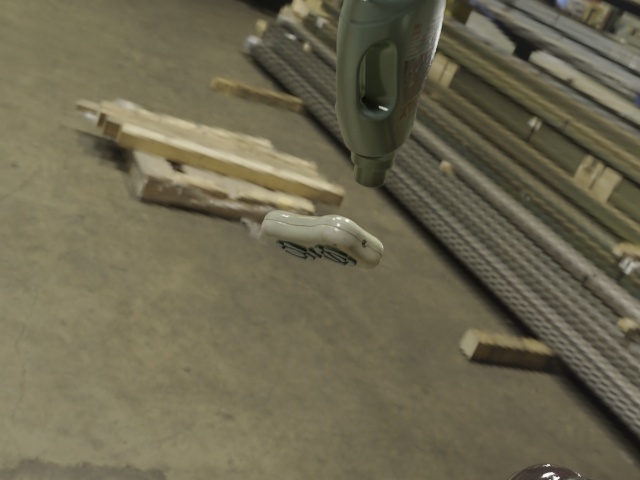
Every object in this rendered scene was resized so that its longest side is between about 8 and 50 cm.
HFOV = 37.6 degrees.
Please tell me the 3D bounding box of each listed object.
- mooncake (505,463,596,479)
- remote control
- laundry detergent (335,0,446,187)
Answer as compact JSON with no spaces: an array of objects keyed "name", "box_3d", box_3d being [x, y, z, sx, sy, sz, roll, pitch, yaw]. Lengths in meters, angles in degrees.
[{"name":"mooncake","box_3d":[0.184,0.318,0.868,0.133,0.245,0.245,56,23,-3]},{"name":"remote control","box_3d":[0.000,0.000,0.891,0.074,0.032,0.122,34,-19,-37]},{"name":"laundry detergent","box_3d":[0.106,-0.277,1.710,0.124,0.398,0.264,25,36,25]}]
